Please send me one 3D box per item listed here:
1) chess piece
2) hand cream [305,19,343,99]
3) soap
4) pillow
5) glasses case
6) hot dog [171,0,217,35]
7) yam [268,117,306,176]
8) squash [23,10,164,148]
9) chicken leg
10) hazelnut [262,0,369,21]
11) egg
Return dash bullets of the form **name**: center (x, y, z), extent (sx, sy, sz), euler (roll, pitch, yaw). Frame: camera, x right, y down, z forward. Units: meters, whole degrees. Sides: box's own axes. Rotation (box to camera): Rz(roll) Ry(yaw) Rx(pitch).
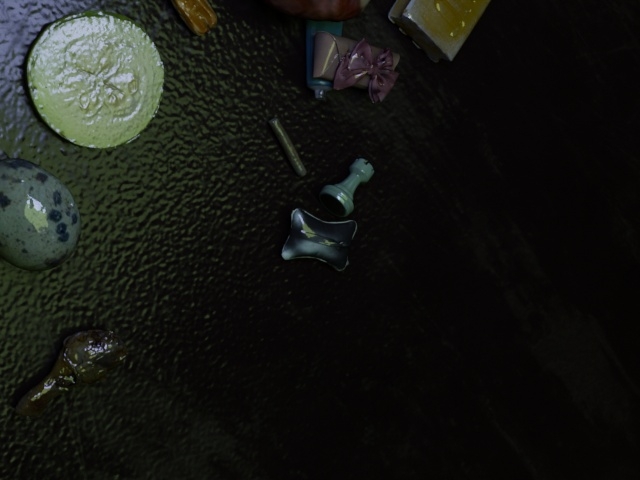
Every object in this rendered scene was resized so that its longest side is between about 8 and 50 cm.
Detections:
- **chess piece**: center (0.052, -0.098, 1.933), extent (0.103, 0.067, 0.067), euler (-50, 115, -24)
- **hand cream**: center (0.004, -0.358, 1.894), extent (0.083, 0.048, 0.224), euler (6, 87, -29)
- **soap**: center (0.239, -0.458, 1.985), extent (0.140, 0.073, 0.232), euler (40, 76, -30)
- **pillow**: center (-0.001, -0.001, 1.920), extent (0.136, 0.055, 0.091), euler (12, 124, -25)
- **glasses case**: center (0.072, -0.297, 1.880), extent (0.194, 0.070, 0.102), euler (6, 85, -46)
- **hot dog**: center (-0.216, -0.393, 1.772), extent (0.056, 0.041, 0.133), euler (-40, 118, -10)
- **yam**: center (-0.056, -0.162, 1.890), extent (0.021, 0.021, 0.116), euler (-37, 110, -20)
- **squash**: center (-0.355, -0.253, 1.709), extent (0.219, 0.041, 0.219), euler (-3, 97, -27)
- **chicken leg**: center (-0.404, 0.211, 1.727), extent (0.198, 0.069, 0.085), euler (-39, 136, -12)
- **hazelnut**: center (-0.005, -0.473, 1.747), extent (0.261, 0.241, 0.261), euler (0, 117, 1)
- **egg**: center (-0.438, -0.040, 1.632), extent (0.141, 0.141, 0.181), euler (-33, 111, -21)
